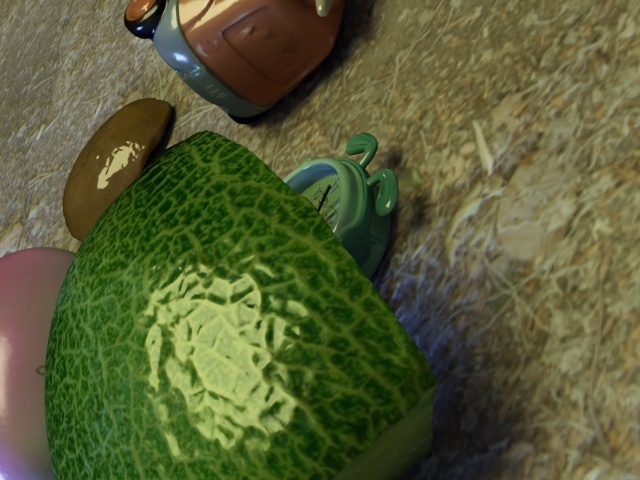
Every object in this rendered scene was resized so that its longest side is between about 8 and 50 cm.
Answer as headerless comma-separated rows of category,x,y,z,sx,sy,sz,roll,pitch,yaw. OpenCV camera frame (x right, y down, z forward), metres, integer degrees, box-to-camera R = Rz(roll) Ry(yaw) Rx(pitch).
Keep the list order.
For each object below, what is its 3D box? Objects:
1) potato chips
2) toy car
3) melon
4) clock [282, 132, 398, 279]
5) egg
potato chips,-0.268,-0.099,1.527,0.208,0.062,0.195,-41,33,33
toy car,-0.063,-0.271,1.264,0.212,0.180,0.270,-25,44,30
melon,-0.083,0.083,0.888,0.343,0.226,0.331,49,123,28
clock,-0.001,-0.001,1.033,0.188,0.060,0.148,-47,32,20
egg,-0.276,0.129,1.206,0.196,0.196,0.271,-48,36,20
